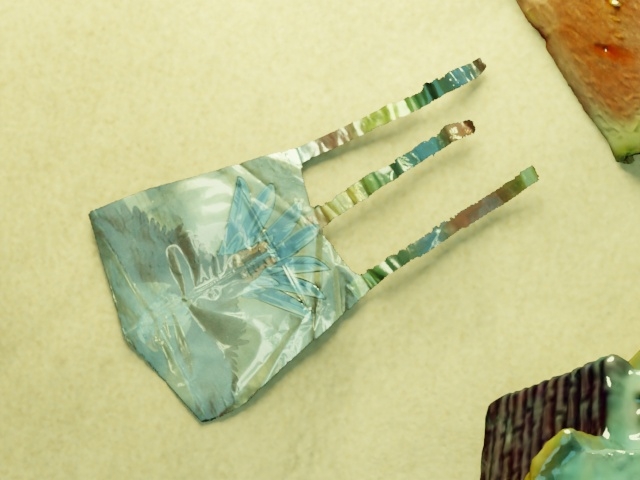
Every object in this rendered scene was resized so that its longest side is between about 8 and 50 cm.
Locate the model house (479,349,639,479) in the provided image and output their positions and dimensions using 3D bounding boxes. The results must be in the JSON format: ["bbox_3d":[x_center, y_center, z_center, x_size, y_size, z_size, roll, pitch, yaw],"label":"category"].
[{"bbox_3d":[0.174,0.193,1.012,0.248,0.230,0.281,-6,67,29],"label":"model house"}]

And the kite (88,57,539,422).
[{"bbox_3d":[0.000,0.000,1.132,0.310,0.015,0.169,-24,89,7],"label":"kite"}]

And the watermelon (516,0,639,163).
[{"bbox_3d":[0.208,-0.223,1.080,0.128,0.159,0.303,-28,90,-33],"label":"watermelon"}]
